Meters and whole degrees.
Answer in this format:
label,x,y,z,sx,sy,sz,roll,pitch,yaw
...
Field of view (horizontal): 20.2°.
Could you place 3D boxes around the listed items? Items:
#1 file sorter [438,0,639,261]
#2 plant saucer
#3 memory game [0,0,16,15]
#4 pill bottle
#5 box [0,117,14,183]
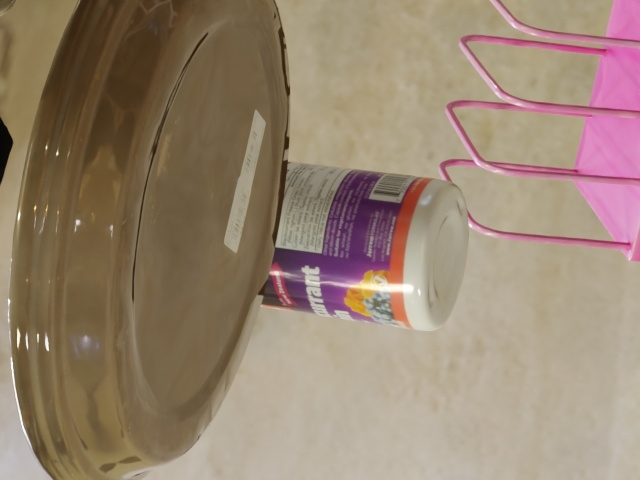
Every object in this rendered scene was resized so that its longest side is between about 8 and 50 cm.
label,x,y,z,sx,sy,sz,roll,pitch,yaw
file sorter,0.233,-0.158,1.726,0.202,0.182,0.291,-111,28,-63
plant saucer,-0.068,-0.015,0.840,0.041,0.278,0.278,9,83,14
memory game,-0.230,-0.164,0.882,0.012,0.186,0.186,136,140,-67
pill bottle,0.000,0.000,1.288,0.193,0.108,0.108,7,82,21
box,-0.276,-0.095,0.711,0.216,0.270,0.060,-9,44,16
